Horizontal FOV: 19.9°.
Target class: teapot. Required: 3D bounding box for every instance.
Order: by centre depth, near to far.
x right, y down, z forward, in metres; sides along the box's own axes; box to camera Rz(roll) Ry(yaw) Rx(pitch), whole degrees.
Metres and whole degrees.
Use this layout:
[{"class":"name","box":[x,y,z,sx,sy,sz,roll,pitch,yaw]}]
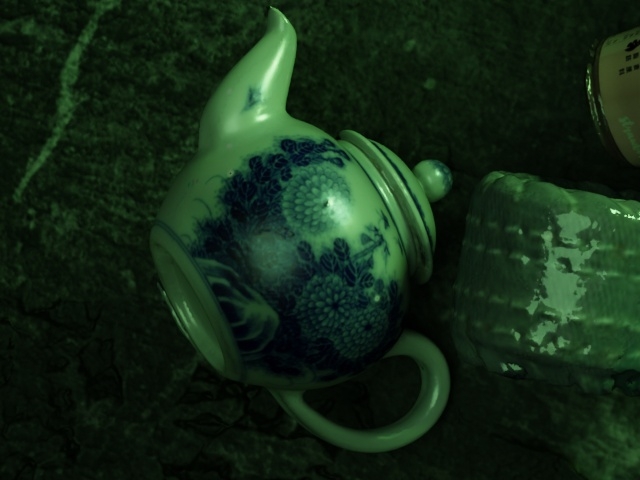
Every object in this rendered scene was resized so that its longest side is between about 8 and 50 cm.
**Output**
[{"class":"teapot","box":[0.000,0.000,1.655,0.280,0.252,0.424,-27,104,-15]}]

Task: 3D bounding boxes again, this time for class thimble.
[{"class":"thimble","box":[0.220,0.035,1.555,0.205,0.236,0.172,14,99,15]}]

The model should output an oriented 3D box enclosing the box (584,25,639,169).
[{"class":"box","box":[0.311,-0.132,1.561,0.135,0.151,0.151,-11,88,30]}]
